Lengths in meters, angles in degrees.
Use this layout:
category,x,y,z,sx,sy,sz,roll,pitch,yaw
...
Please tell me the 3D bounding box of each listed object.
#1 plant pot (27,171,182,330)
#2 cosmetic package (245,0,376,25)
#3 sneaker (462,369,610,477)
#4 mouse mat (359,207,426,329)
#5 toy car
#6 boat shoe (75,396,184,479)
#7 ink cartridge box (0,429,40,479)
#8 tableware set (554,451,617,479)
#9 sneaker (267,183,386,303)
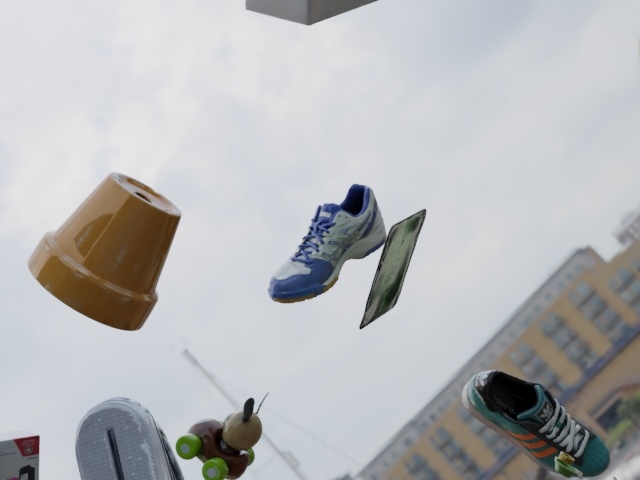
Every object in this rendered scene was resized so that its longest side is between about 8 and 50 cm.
category,x,y,z,sx,sy,sz,roll,pitch,yaw
plant pot,-0.314,0.006,1.789,0.188,0.205,0.205,-57,-18,8
cosmetic package,0.029,-0.539,2.154,0.365,0.155,0.197,-28,-50,-48
sneaker,0.407,0.337,2.132,0.108,0.302,0.121,-60,-1,-23
mouse mat,0.118,0.046,1.884,0.153,0.007,0.189,-27,-44,-59
toy car,-0.180,0.386,2.405,0.188,0.149,0.155,-55,-15,16
boat shoe,-0.161,0.323,1.171,0.121,0.335,0.119,-13,-14,14
ink cartridge box,-0.667,0.501,2.466,0.127,0.072,0.175,-2,-86,-45
tableware set,0.393,0.341,1.613,0.024,0.154,0.104,-59,-10,7
sneaker,0.000,0.000,2.104,0.296,0.112,0.131,-40,-51,-39
